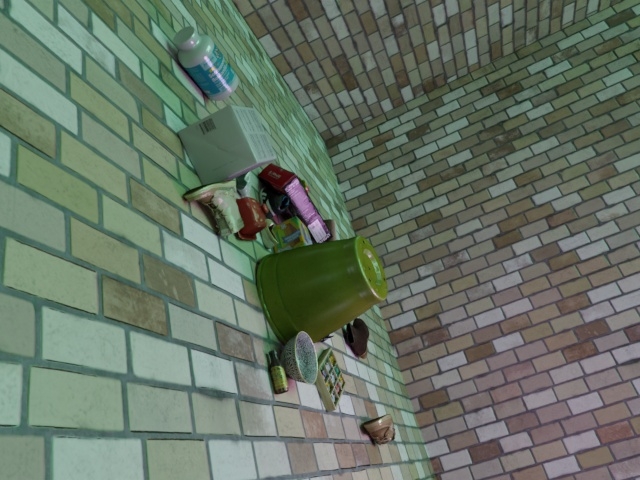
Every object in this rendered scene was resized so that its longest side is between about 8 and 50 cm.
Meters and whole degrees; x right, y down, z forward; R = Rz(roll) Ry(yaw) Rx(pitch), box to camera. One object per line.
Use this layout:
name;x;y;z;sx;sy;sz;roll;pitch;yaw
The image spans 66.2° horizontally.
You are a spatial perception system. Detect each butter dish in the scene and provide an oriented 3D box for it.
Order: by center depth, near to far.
butter dish;-0.235;-0.091;1.696;0.160;0.118;0.160;8;61;-76

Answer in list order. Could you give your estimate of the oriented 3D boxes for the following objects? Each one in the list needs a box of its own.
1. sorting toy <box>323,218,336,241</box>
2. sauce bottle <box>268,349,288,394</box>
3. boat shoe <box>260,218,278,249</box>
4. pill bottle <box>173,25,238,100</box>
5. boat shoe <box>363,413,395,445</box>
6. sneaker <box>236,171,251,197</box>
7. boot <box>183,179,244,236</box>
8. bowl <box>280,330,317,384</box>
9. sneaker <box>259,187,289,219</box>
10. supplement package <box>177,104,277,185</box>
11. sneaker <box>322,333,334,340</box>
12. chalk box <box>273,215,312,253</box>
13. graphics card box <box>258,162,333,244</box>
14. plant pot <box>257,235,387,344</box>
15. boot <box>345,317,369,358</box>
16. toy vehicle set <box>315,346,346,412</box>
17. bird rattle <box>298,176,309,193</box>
sorting toy;0.000;0.000;2.319;0.038;0.208;0.193;-5;92;-37
sauce bottle;-0.129;0.393;1.468;0.042;0.042;0.128;41;27;-64
boat shoe;-0.204;-0.052;1.891;0.063;0.059;0.170;20;49;-73
pill bottle;-0.429;-0.658;1.823;0.264;0.146;0.146;49;21;-53
boat shoe;0.282;0.850;2.195;0.341;0.121;0.110;46;24;-62
sneaker;-0.289;-0.219;1.872;0.152;0.053;0.061;-90;164;-47
boot;-0.310;-0.090;1.470;0.213;0.077;0.165;-28;109;-62
bowl;-0.078;0.384;1.580;0.170;0.080;0.170;-15;90;-73
sneaker;-0.185;-0.165;2.027;0.217;0.121;0.079;-96;160;-53
supplement package;-0.299;-0.315;1.632;0.263;0.199;0.198;-56;123;-75
sneaker;-0.009;0.357;1.974;0.094;0.081;0.208;64;4;16
chalk box;-0.104;0.037;1.976;0.132;0.132;0.213;47;20;-58
graphics card box;-0.109;-0.152;2.172;0.232;0.094;0.371;31;-21;51
plant pot;0.030;0.155;1.708;0.366;0.353;0.367;49;28;-38
boot;0.186;0.469;2.532;0.207;0.090;0.248;58;19;-45
toy vehicle set;0.035;0.535;1.912;0.166;0.035;0.267;67;12;0
bird rattle;-0.123;-0.200;2.466;0.253;0.143;0.207;71;12;-73
